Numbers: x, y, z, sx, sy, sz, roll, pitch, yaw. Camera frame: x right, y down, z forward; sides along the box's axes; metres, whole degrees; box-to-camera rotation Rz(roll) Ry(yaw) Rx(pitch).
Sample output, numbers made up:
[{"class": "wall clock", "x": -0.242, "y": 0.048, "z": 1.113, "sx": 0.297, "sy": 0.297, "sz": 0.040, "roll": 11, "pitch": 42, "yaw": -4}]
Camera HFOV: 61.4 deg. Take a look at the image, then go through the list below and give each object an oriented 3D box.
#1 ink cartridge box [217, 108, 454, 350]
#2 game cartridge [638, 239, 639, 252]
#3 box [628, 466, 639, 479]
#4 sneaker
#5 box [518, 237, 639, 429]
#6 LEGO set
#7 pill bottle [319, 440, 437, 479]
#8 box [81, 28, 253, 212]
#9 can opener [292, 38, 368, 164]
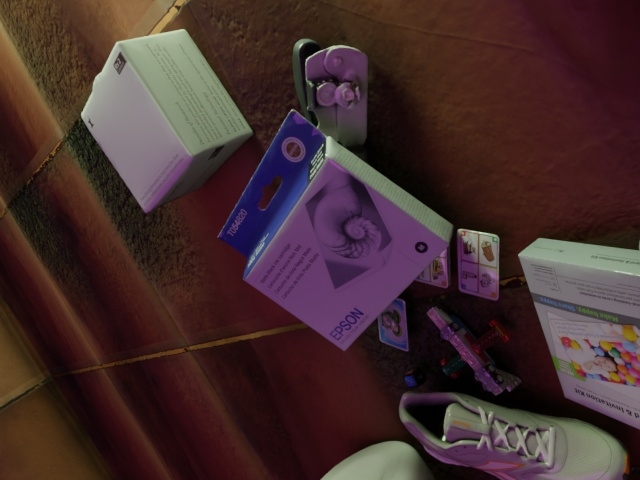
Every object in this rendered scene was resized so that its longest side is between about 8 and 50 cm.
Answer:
[{"class": "ink cartridge box", "x": 0.000, "y": 0.000, "z": 0.635, "sx": 0.224, "sy": 0.045, "sz": 0.223, "roll": 35, "pitch": 127, "yaw": -1}, {"class": "game cartridge", "x": 0.446, "y": 0.037, "z": 0.361, "sx": 0.355, "sy": 0.068, "sz": 0.230, "roll": -23, "pitch": 94, "yaw": 46}, {"class": "box", "x": 0.312, "y": 0.301, "z": 0.600, "sx": 0.179, "sy": 0.105, "sz": 0.043, "roll": -35, "pitch": 83, "yaw": 47}, {"class": "sneaker", "x": 0.205, "y": 0.232, "z": 0.623, "sx": 0.262, "sy": 0.099, "sz": 0.121, "roll": -5, "pitch": 149, "yaw": 41}, {"class": "box", "x": 0.278, "y": 0.093, "z": 0.507, "sx": 0.145, "sy": 0.038, "sz": 0.186, "roll": 15, "pitch": 134, "yaw": 61}, {"class": "LEGO set", "x": 0.151, "y": 0.088, "z": 0.672, "sx": 0.182, "sy": 0.060, "sz": 0.245, "roll": 13, "pitch": 117, "yaw": 44}, {"class": "pill bottle", "x": 0.154, "y": 0.526, "z": 0.784, "sx": 0.408, "sy": 0.229, "sz": 0.229, "roll": 55, "pitch": 137, "yaw": 0}, {"class": "box", "x": -0.225, "y": -0.167, "z": 0.775, "sx": 0.181, "sy": 0.119, "sz": 0.182, "roll": -32, "pitch": 92, "yaw": 47}, {"class": "can opener", "x": 0.018, "y": -0.097, "z": 0.656, "sx": 0.093, "sy": 0.074, "sz": 0.281, "roll": -128, "pitch": 30, "yaw": -59}]
